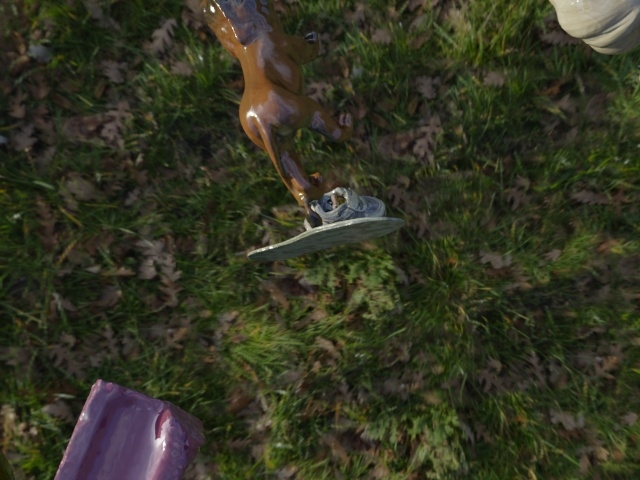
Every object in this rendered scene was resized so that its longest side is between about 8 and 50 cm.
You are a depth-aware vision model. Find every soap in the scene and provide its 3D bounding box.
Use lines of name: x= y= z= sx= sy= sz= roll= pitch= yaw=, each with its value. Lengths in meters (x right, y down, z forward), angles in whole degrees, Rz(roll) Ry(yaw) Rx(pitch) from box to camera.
soap: x=-0.236 y=0.344 z=0.748 sx=0.128 sy=0.233 sz=0.360 roll=20 pitch=68 yaw=-6

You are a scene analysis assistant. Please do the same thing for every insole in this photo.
insole: x=0.000 y=0.000 z=0.686 sx=0.193 sy=0.065 sz=0.006 roll=-16 pitch=72 yaw=45

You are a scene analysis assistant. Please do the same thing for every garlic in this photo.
garlic: x=0.485 y=-0.418 z=1.156 sx=0.227 sy=0.152 sz=0.228 roll=-6 pitch=109 yaw=-16

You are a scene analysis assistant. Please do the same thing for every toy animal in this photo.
toy animal: x=-0.057 y=-0.178 z=0.799 sx=0.097 sy=0.157 sz=0.313 roll=-35 pitch=52 yaw=29

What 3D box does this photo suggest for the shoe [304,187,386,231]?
shoe: x=0.050 y=-0.072 z=1.530 sx=0.180 sy=0.092 sz=0.089 roll=-10 pitch=50 yaw=-1

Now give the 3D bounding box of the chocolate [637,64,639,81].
chocolate: x=0.656 y=-0.266 z=1.123 sx=0.102 sy=0.329 sz=0.065 roll=16 pitch=84 yaw=-25

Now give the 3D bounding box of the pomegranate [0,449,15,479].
pomegranate: x=-0.421 y=0.250 z=0.724 sx=0.198 sy=0.198 sz=0.246 roll=10 pitch=118 yaw=11
